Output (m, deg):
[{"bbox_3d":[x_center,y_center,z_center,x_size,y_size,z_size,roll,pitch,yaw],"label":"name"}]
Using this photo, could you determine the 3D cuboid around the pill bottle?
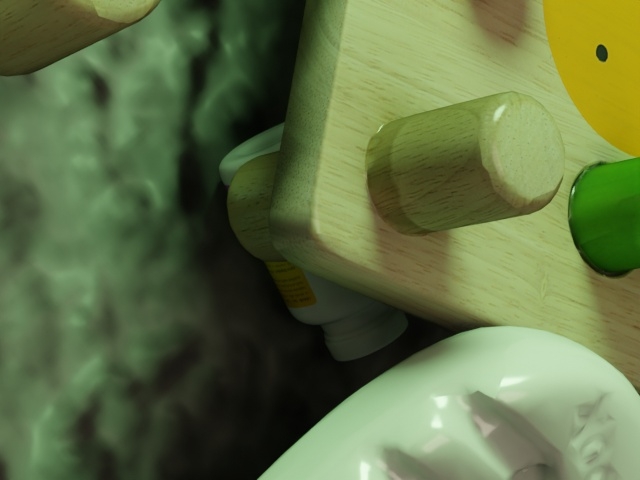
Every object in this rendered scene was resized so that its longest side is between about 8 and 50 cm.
[{"bbox_3d":[0.000,0.000,0.686,0.043,0.043,0.083,-33,105,-28],"label":"pill bottle"}]

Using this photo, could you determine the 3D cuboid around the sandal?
[{"bbox_3d":[-0.075,0.167,0.601,0.416,0.102,0.169,-31,123,-12],"label":"sandal"}]

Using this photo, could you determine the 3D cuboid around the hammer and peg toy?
[{"bbox_3d":[0.064,-0.099,0.643,0.361,0.127,0.266,24,67,-36],"label":"hammer and peg toy"}]
